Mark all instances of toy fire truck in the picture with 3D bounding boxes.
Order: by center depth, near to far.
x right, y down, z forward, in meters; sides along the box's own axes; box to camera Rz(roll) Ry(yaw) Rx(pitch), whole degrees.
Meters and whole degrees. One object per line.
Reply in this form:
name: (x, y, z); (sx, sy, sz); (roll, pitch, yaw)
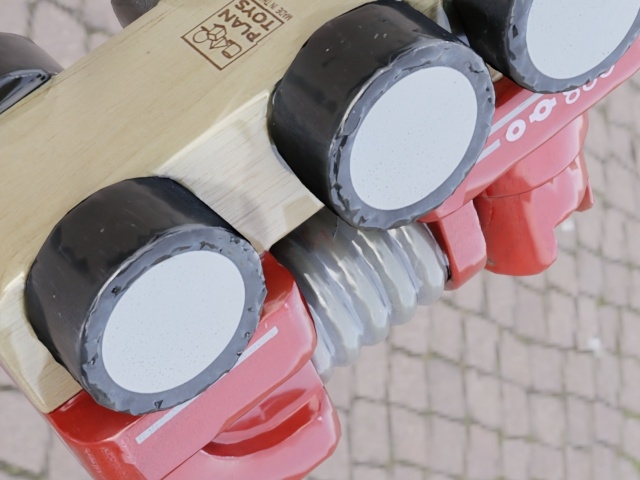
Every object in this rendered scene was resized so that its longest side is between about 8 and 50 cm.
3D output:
toy fire truck: (0.000, 0.000, 0.552); (0.217, 0.158, 0.246); (-38, 138, -13)
